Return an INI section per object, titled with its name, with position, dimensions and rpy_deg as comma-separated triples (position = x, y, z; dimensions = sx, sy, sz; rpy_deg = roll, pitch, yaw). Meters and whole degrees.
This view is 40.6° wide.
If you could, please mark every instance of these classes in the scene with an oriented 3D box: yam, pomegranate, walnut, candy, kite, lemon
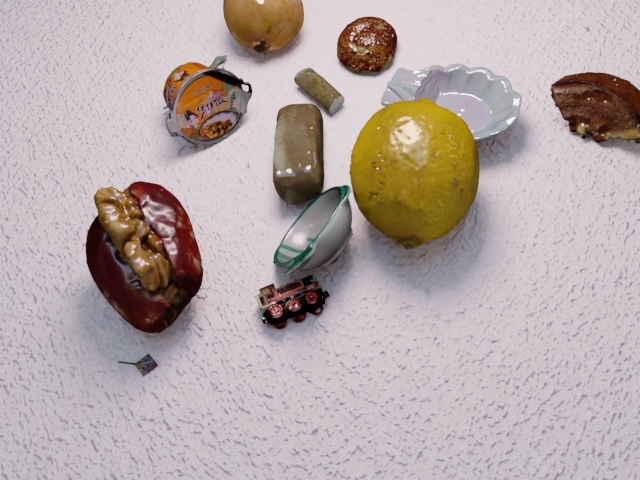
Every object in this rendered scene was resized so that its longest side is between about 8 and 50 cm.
[yam]
position = -0.001, -0.339, 1.943
dimensions = 0.054, 0.054, 0.132
rpy_deg = -37, 61, -14
[pomegranate]
position = -0.132, -0.532, 2.008
dimensions = 0.191, 0.191, 0.191
rpy_deg = -4, 58, 6
[walnut]
position = -0.334, 0.023, 1.651
dimensions = 0.221, 0.244, 0.269
rpy_deg = -31, 63, -12
[candy]
position = -0.046, -0.186, 1.821
dimensions = 0.104, 0.102, 0.234
rpy_deg = -6, 56, 7
[kite]
position = -0.349, 0.233, 1.664
dimensions = 0.078, 0.002, 0.044
rpy_deg = 24, 64, 21
[lemon]
position = 0.181, -0.128, 1.669
dimensions = 0.253, 0.253, 0.311
rpy_deg = 4, 74, 11

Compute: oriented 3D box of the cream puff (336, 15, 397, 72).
[cream puff]
position = 0.107, -0.454, 1.980
dimensions = 0.149, 0.084, 0.149
rpy_deg = -5, 58, 8

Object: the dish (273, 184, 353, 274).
[dish]
position = 0.000, 0.000, 1.675
dimensions = 0.224, 0.078, 0.246
rpy_deg = -40, 19, 27

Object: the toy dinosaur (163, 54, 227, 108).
[toy dinosaur]
position = -0.295, -0.377, 2.022
dimensions = 0.187, 0.044, 0.106
rpy_deg = -32, 45, 3

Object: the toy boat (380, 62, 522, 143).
[toy boat]
position = 0.278, -0.280, 1.835
dimensions = 0.290, 0.100, 0.199
rpy_deg = 21, 63, 19

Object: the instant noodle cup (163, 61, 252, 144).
[instant noodle cup]
position = -0.269, -0.318, 1.911
dimensions = 0.208, 0.178, 0.125
rpy_deg = -16, 40, -28

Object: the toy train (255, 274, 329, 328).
[toy train]
position = -0.055, 0.113, 1.668
dimensions = 0.137, 0.050, 0.087
rpy_deg = -22, 54, -6

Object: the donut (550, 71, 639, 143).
[donut]
position = 0.588, -0.282, 1.776
dimensions = 0.186, 0.144, 0.126
rpy_deg = 0, 32, 38
